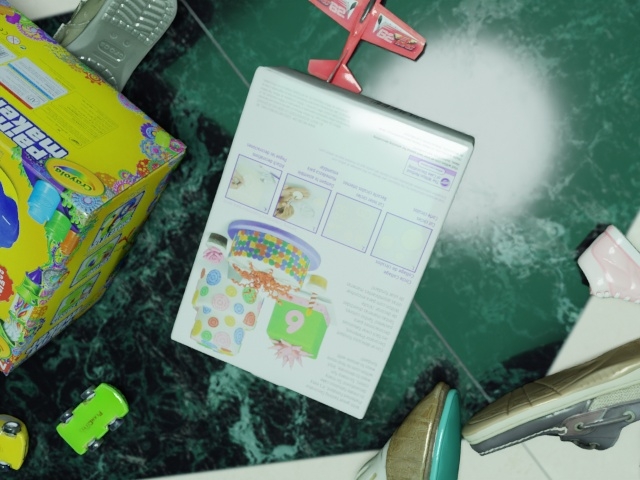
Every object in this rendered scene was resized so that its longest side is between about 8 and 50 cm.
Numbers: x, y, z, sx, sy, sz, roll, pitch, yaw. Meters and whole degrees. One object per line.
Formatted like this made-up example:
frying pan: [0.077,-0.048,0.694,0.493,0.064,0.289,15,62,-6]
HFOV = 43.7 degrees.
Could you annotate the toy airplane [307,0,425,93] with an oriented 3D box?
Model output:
toy airplane: [0.040,-0.227,0.897,0.151,0.028,0.151,1,98,11]

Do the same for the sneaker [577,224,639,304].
sneaker: [0.340,0.053,0.877,0.070,0.051,0.134,-43,86,14]

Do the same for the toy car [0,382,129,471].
toy car: [-0.322,0.262,1.017,0.225,0.053,0.239,-43,90,12]

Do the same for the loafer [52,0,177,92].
loafer: [-0.259,-0.223,0.929,0.251,0.087,0.094,-36,129,21]

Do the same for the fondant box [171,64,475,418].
fondant box: [0.000,0.000,0.890,0.238,0.096,0.330,22,105,6]

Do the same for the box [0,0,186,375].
box: [-0.352,-0.065,0.865,0.290,0.177,0.279,39,127,2]

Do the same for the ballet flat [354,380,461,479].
ballet flat: [0.103,0.330,0.939,0.124,0.116,0.342,2,103,27]

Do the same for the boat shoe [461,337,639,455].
boat shoe: [0.299,0.186,0.878,0.285,0.103,0.092,-24,89,6]
